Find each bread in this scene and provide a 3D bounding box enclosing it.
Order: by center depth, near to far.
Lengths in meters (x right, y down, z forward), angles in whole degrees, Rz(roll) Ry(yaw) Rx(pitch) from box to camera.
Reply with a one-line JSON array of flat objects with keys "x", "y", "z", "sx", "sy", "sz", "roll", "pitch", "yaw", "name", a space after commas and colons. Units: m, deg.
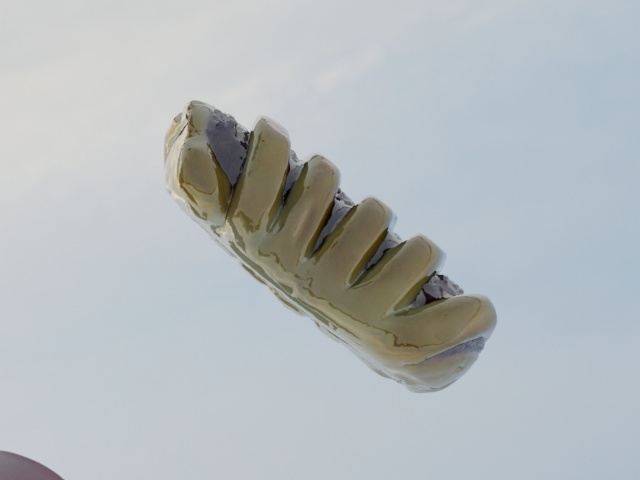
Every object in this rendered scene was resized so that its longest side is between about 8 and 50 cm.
[{"x": 0.000, "y": 0.000, "z": 1.021, "sx": 0.081, "sy": 0.225, "sz": 0.134, "roll": -50, "pitch": 179, "yaw": -4, "name": "bread"}]

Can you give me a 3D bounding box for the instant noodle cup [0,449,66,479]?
[{"x": -0.261, "y": 0.265, "z": 1.265, "sx": 0.234, "sy": 0.235, "sz": 0.178, "roll": -1, "pitch": -162, "yaw": 28, "name": "instant noodle cup"}]
